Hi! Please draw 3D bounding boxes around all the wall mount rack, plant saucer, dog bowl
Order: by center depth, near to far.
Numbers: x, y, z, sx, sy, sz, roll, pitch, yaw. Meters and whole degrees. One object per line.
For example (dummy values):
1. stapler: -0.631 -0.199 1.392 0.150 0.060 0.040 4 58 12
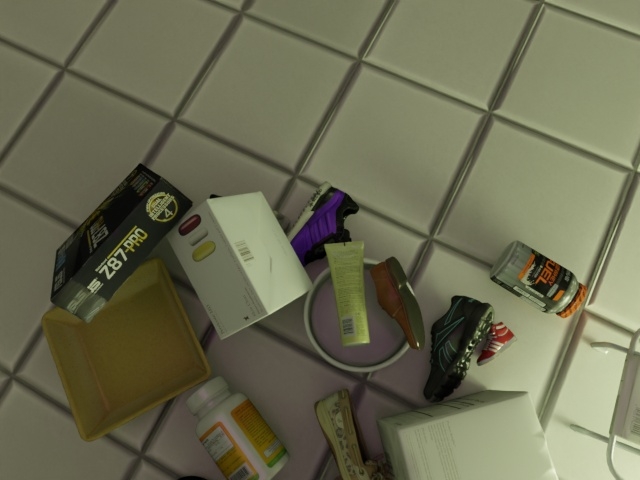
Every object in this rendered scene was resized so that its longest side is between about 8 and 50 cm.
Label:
1. wall mount rack: 0.741 0.374 0.977 0.304 0.130 0.350 19 78 12
2. dog bowl: 0.095 0.179 1.072 0.265 0.104 0.265 -1 75 4
3. plant saucer: -0.468 0.260 1.101 0.333 0.081 0.333 -27 76 -4

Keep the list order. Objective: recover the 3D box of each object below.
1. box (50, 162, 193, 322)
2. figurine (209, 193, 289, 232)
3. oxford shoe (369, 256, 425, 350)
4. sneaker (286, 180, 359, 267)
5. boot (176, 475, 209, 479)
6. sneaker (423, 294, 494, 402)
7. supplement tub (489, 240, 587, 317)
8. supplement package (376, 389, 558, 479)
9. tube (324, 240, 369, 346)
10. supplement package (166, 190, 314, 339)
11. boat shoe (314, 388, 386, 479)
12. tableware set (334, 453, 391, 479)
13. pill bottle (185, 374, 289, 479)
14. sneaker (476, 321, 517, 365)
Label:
1. box: -0.470 -0.024 1.037 0.097 0.395 0.318 42 82 -30
2. figurine: -0.209 0.010 1.151 0.215 0.092 0.209 15 85 6
3. oxford shoe: 0.172 0.147 0.996 0.076 0.076 0.212 -27 76 28
4. sneaker: 0.000 0.000 1.124 0.146 0.102 0.293 29 80 9
5. boot: -0.226 0.565 0.933 0.246 0.207 0.094 27 55 14
6. sneaker: 0.309 0.255 1.060 0.106 0.101 0.267 28 86 40
7. supplement tub: 0.516 0.094 1.060 0.190 0.117 0.117 32 80 10
8. supplement package: 0.294 0.437 0.936 0.293 0.175 0.177 -10 75 -10
9. tube: 0.067 0.116 1.010 0.070 0.062 0.240 10 65 -39
10. supplement package: -0.173 0.046 0.987 0.145 0.204 0.262 -32 85 28
11. boat shoe: 0.082 0.470 0.977 0.089 0.104 0.285 -30 63 1
12. tableware set: 0.093 0.586 1.004 0.194 0.039 0.128 -28 76 -3
13. pill bottle: -0.194 0.436 1.010 0.136 0.136 0.245 -39 77 -6
14. sneaker: 0.406 0.244 1.068 0.118 0.042 0.067 -33 80 -13
